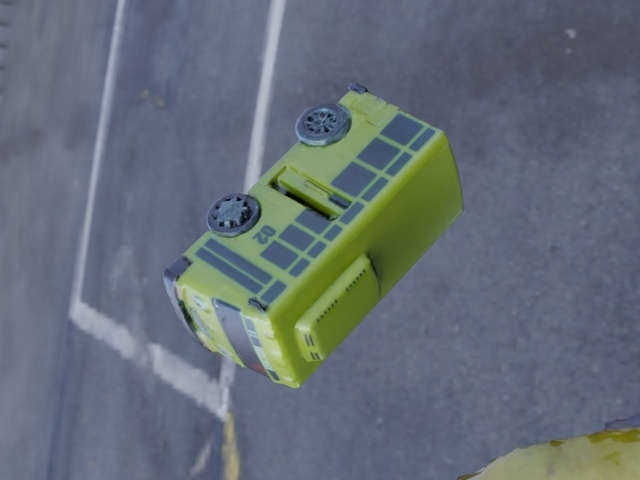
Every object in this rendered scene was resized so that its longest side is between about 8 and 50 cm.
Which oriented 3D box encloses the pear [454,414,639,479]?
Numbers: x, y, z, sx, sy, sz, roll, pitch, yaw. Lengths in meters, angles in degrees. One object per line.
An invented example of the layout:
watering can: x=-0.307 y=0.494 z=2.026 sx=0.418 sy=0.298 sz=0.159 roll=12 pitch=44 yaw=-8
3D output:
pear: x=0.180 y=0.293 z=0.864 sx=0.386 sy=0.340 sz=0.191 roll=-42 pitch=34 yaw=31

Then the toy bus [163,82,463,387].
toy bus: x=0.000 y=0.000 z=1.218 sx=0.150 sy=0.262 sz=0.128 roll=30 pitch=155 yaw=32
